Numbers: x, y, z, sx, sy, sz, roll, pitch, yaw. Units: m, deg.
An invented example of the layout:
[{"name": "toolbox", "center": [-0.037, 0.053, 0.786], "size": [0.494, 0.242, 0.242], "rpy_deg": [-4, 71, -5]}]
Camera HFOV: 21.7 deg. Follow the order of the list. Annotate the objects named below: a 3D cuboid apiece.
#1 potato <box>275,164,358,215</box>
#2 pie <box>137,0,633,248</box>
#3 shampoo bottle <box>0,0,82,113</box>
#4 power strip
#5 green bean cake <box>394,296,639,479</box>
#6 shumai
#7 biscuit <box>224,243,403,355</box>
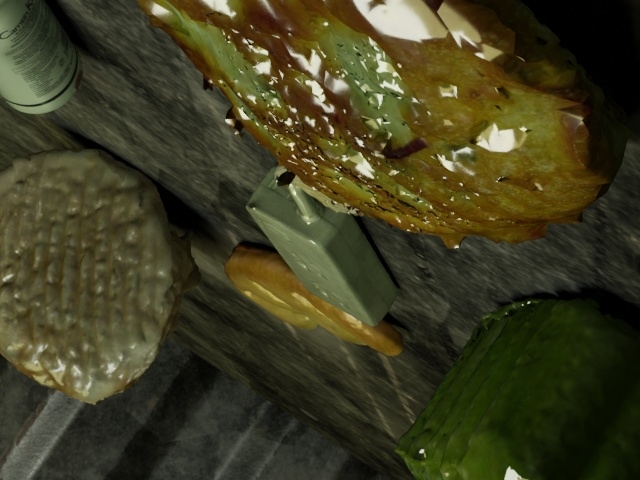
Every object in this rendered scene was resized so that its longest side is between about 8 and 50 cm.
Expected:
[{"name": "potato", "center": [0.014, -0.061, 1.253], "size": [0.086, 0.061, 0.122], "rpy_deg": [34, 170, -10]}, {"name": "pie", "center": [0.031, -0.100, 0.925], "size": [0.288, 0.103, 0.354], "rpy_deg": [38, 164, -16]}, {"name": "shampoo bottle", "center": [-0.285, -0.198, 1.472], "size": [0.085, 0.085, 0.262], "rpy_deg": [31, 169, 16]}, {"name": "power strip", "center": [0.000, 0.000, 1.573], "size": [0.093, 0.053, 0.288], "rpy_deg": [30, 169, 25]}, {"name": "green bean cake", "center": [0.235, 0.212, 1.370], "size": [0.319, 0.218, 0.335], "rpy_deg": [35, 167, -1]}, {"name": "shumai", "center": [-0.275, 0.067, 2.056], "size": [0.262, 0.267, 0.314], "rpy_deg": [60, -167, -70]}, {"name": "biscuit", "center": [-0.023, 0.064, 1.937], "size": [0.154, 0.045, 0.299], "rpy_deg": [41, 167, -23]}]
